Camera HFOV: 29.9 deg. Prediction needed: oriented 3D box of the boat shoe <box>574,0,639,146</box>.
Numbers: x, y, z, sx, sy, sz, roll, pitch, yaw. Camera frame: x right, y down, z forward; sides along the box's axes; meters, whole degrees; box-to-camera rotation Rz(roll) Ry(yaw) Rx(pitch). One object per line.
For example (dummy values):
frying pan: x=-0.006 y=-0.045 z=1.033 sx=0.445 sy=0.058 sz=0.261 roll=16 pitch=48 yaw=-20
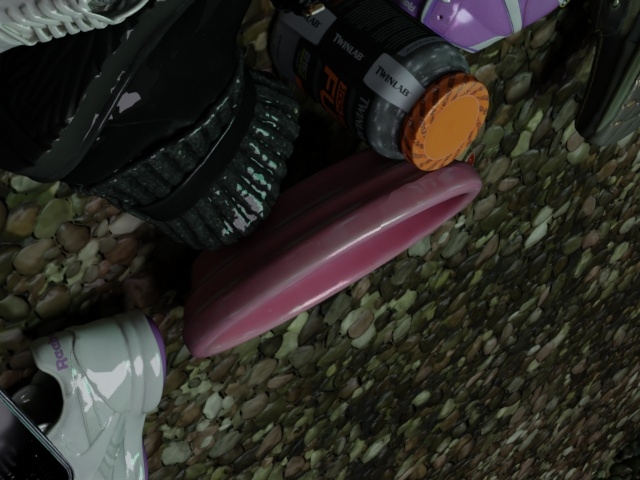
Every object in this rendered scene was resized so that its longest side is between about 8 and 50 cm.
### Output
boat shoe: x=0.377 y=-0.283 z=1.392 sx=0.132 sy=0.130 sz=0.355 roll=-3 pitch=122 yaw=-53

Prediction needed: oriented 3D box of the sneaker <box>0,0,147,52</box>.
sneaker: x=-0.180 y=-0.178 z=0.812 sx=0.235 sy=0.095 sz=0.090 roll=-31 pitch=159 yaw=18

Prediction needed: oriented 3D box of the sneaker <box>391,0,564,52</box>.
sneaker: x=0.118 y=-0.278 z=1.091 sx=0.161 sy=0.102 sz=0.282 roll=-33 pitch=132 yaw=10

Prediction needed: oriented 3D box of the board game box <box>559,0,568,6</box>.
board game box: x=0.268 y=-0.369 z=1.225 sx=0.194 sy=0.060 sz=0.194 roll=-48 pitch=147 yaw=2

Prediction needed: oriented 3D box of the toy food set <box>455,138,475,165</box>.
toy food set: x=0.146 y=-0.073 z=1.449 sx=0.122 sy=0.019 sz=0.078 roll=-49 pitch=150 yaw=-13

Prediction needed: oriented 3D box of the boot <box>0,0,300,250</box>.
boot: x=-0.082 y=-0.156 z=0.962 sx=0.348 sy=0.131 sz=0.260 roll=-47 pitch=144 yaw=17

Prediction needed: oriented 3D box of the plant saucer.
plant saucer: x=0.000 y=0.000 z=1.186 sx=0.332 sy=0.084 sz=0.332 roll=-30 pitch=173 yaw=-4

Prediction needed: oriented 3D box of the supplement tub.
supplement tub: x=0.053 y=-0.151 z=1.078 sx=0.117 sy=0.190 sz=0.117 roll=-31 pitch=144 yaw=-25

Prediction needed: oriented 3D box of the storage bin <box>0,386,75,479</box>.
storage bin: x=-0.314 y=0.177 z=1.031 sx=0.122 sy=0.084 sz=0.180 roll=-43 pitch=124 yaw=-15

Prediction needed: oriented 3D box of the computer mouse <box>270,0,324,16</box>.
computer mouse: x=0.014 y=-0.279 z=1.009 sx=0.042 sy=0.106 sz=0.193 roll=26 pitch=95 yaw=-18

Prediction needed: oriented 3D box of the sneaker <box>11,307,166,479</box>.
sneaker: x=-0.247 y=0.196 z=1.206 sx=0.152 sy=0.114 sz=0.305 roll=-8 pitch=128 yaw=-28
